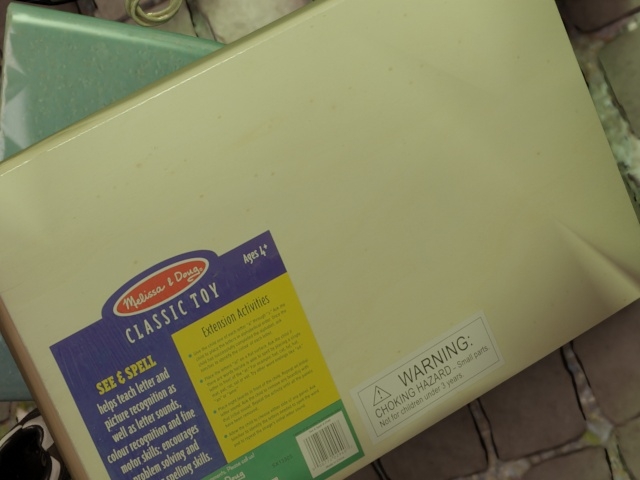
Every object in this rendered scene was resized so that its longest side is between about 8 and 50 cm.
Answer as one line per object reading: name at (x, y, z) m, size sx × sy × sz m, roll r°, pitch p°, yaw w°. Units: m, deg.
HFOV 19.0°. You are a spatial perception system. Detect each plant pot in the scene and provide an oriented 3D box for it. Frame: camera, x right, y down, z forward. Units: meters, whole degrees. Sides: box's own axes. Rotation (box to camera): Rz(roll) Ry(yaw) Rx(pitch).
plant pot at (-0.089, -0.022, 1.297) m, size 0.252 × 0.248 × 0.247 m, roll 4°, pitch 93°, yaw -6°

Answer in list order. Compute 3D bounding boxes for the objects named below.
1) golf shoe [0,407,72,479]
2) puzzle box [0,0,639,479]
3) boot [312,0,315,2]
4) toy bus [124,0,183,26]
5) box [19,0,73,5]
golf shoe at (-0.241, 0.199, 1.442) m, size 0.077 × 0.094 × 0.198 m, roll 35°, pitch 105°, yaw 16°
puzzle box at (0.000, 0.000, 1.186) m, size 0.409 × 0.052 × 0.272 m, roll -28°, pitch 107°, yaw -20°
boot at (0.072, -0.252, 1.307) m, size 0.229 × 0.091 × 0.263 m, roll -16°, pitch 88°, yaw 21°
toy bus at (-0.110, -0.291, 1.368) m, size 0.202 × 0.104 × 0.191 m, roll -37°, pitch 120°, yaw 9°
box at (-0.216, -0.270, 1.389) m, size 0.077 × 0.147 × 0.180 m, roll -13°, pitch 88°, yaw 21°
